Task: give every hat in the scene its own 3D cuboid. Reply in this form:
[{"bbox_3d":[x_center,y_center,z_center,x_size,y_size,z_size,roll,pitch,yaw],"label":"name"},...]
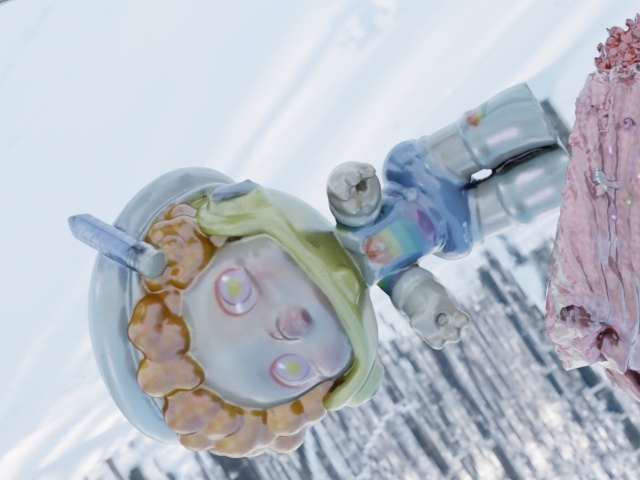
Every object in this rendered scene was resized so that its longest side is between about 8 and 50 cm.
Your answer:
[{"bbox_3d":[0.228,-0.029,0.760,0.107,0.286,0.237,-12,148,36],"label":"hat"}]

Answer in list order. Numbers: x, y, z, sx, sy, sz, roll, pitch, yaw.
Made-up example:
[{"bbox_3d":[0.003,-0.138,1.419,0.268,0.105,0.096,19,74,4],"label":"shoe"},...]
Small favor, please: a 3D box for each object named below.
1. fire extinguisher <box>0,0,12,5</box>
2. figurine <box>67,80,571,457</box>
[{"bbox_3d":[-0.199,-0.199,0.776,0.337,0.147,0.106,-21,-166,8],"label":"fire extinguisher"},{"bbox_3d":[0.017,0.024,0.874,0.382,0.224,0.205,-16,-157,8],"label":"figurine"}]
